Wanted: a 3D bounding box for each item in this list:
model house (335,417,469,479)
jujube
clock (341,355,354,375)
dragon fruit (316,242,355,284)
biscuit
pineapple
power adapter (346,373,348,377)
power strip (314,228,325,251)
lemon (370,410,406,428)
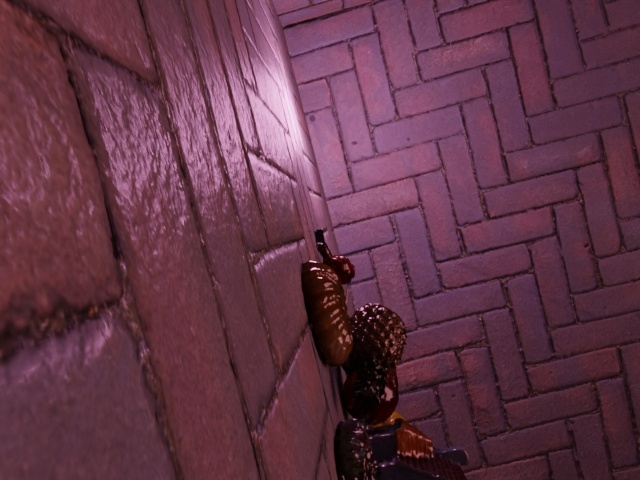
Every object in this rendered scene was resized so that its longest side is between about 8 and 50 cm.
[{"bbox_3d":[0.238,0.618,1.328,0.360,0.340,0.297,53,25,-77],"label":"model house"},{"bbox_3d":[0.179,0.496,1.690,0.255,0.190,0.189,-59,141,-47],"label":"jujube"},{"bbox_3d":[0.100,0.377,1.802,0.144,0.104,0.230,91,-12,-75],"label":"clock"},{"bbox_3d":[0.053,0.095,2.065,0.246,0.126,0.125,57,27,-30],"label":"dragon fruit"},{"bbox_3d":[0.028,0.211,1.492,0.326,0.107,0.325,-17,90,-83],"label":"biscuit"},{"bbox_3d":[0.160,0.372,1.573,0.361,0.202,0.201,-67,147,-48],"label":"pineapple"},{"bbox_3d":[0.186,0.592,2.074,0.255,0.124,0.186,67,11,-65],"label":"power adapter"},{"bbox_3d":[0.000,0.000,2.126,0.029,0.038,0.111,72,7,-49],"label":"power strip"},{"bbox_3d":[0.343,0.942,2.452,0.192,0.193,0.230,-94,166,-64],"label":"lemon"}]
